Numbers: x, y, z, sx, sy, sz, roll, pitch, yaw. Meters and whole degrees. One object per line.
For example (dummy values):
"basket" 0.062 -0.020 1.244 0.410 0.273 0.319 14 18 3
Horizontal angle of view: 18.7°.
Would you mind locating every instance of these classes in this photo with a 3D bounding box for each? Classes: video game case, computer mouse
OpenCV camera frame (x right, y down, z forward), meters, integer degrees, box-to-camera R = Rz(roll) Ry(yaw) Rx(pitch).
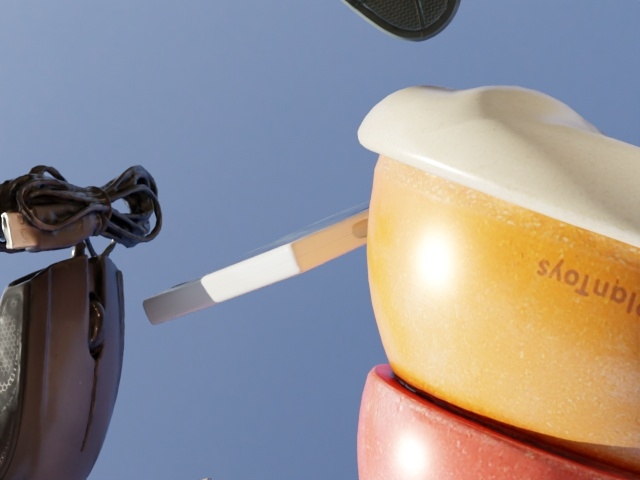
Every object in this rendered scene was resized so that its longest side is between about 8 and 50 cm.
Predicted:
"video game case" 0.000 0.000 1.236 0.173 0.190 0.022 -24 -89 -35
"computer mouse" -0.175 0.087 1.274 0.072 0.272 0.188 25 -166 22

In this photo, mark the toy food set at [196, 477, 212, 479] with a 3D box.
"toy food set" -0.140 0.192 1.461 0.122 0.078 0.019 -14 -100 -3

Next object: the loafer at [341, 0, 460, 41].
"loafer" -0.008 -0.246 1.398 0.267 0.096 0.084 44 -168 -6

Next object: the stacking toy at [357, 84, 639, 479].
"stacking toy" 0.122 0.180 1.024 0.350 0.480 0.350 19 -176 -2
